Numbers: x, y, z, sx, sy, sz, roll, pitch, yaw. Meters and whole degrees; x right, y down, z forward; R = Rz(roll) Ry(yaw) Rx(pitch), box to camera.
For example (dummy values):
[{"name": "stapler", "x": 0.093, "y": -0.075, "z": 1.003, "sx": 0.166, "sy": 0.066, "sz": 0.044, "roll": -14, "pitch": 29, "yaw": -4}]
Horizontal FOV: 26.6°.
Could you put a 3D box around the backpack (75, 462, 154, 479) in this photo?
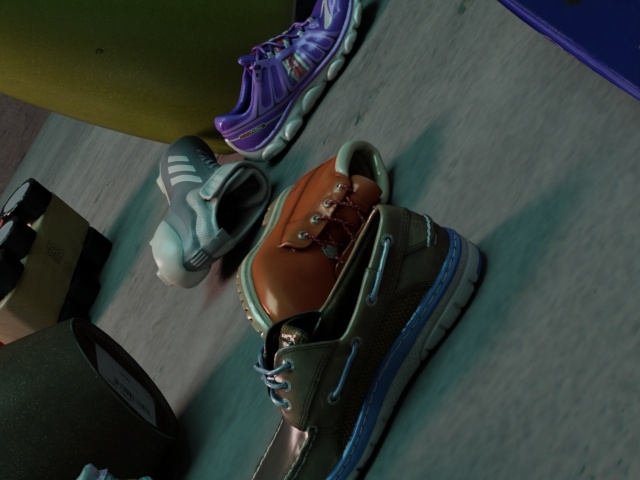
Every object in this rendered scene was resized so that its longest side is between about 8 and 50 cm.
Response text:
[{"name": "backpack", "x": -0.111, "y": 0.195, "z": 0.668, "sx": 0.182, "sy": 0.115, "sz": 0.152, "roll": -50, "pitch": 21, "yaw": 41}]

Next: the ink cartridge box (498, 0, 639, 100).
[{"name": "ink cartridge box", "x": 0.156, "y": -0.222, "z": 0.605, "sx": 0.270, "sy": 0.151, "sz": 0.395, "roll": -54, "pitch": 17, "yaw": 14}]

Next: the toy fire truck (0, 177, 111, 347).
[{"name": "toy fire truck", "x": -0.349, "y": 0.092, "z": 1.480, "sx": 0.246, "sy": 0.158, "sz": 0.217, "roll": -38, "pitch": 25, "yaw": 23}]

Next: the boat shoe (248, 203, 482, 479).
[{"name": "boat shoe", "x": 0.003, "y": 0.063, "z": 0.672, "sx": 0.183, "sy": 0.066, "sz": 0.066, "roll": -58, "pitch": 18, "yaw": -1}]

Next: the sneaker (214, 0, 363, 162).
[{"name": "sneaker", "x": -0.025, "y": -0.146, "z": 1.093, "sx": 0.170, "sy": 0.071, "sz": 0.068, "roll": -57, "pitch": 18, "yaw": 0}]

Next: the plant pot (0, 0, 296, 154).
[{"name": "plant pot", "x": -0.210, "y": -0.218, "z": 1.183, "sx": 0.275, "sy": 0.293, "sz": 0.275, "roll": -3, "pitch": 87, "yaw": 63}]

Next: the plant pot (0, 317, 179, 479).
[{"name": "plant pot", "x": -0.213, "y": 0.167, "z": 0.906, "sx": 0.230, "sy": 0.215, "sz": 0.215, "roll": -41, "pitch": 19, "yaw": 4}]

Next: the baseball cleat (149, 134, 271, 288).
[{"name": "baseball cleat", "x": -0.083, "y": -0.040, "z": 1.105, "sx": 0.109, "sy": 0.072, "sz": 0.206, "roll": -35, "pitch": 30, "yaw": 20}]

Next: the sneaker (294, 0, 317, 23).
[{"name": "sneaker", "x": -0.040, "y": -0.281, "z": 1.272, "sx": 0.110, "sy": 0.122, "sz": 0.283, "roll": -51, "pitch": 19, "yaw": 21}]

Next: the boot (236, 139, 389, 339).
[{"name": "boot", "x": 0.000, "y": 0.000, "z": 0.810, "sx": 0.084, "sy": 0.059, "sz": 0.158, "roll": -40, "pitch": 23, "yaw": 33}]
